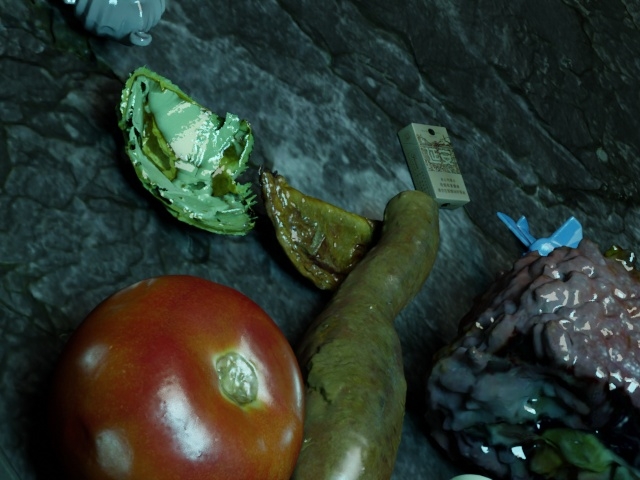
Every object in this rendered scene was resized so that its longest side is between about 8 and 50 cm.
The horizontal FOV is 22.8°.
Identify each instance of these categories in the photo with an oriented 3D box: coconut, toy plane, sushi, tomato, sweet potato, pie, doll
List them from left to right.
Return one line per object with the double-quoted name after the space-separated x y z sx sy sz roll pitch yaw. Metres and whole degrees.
-0.181 -0.224 1.307 0.094 0.079 0.180 -12 61 -35 "doll"
-0.101 0.119 1.108 0.195 0.136 0.195 30 44 -34 "tomato"
-0.107 -0.069 1.292 0.158 0.055 0.133 60 29 -1 "coconut"
0.001 0.002 1.374 0.191 0.033 0.088 25 57 -47 "pie"
0.029 0.097 1.294 0.109 0.109 0.385 43 34 -18 "sweet potato"
0.224 0.152 1.369 0.270 0.236 0.171 39 37 0 "sushi"
0.273 0.076 1.552 0.271 0.105 0.254 48 3 -34 "toy plane"

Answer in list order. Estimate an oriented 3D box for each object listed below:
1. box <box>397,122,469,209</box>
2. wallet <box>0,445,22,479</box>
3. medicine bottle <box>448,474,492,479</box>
0.111 -0.072 1.558 0.053 0.024 0.083 2 66 -47 "box"
-0.217 0.198 0.935 0.168 0.052 0.245 -54 128 -47 "wallet"
0.108 0.296 1.279 0.059 0.059 0.231 40 41 -22 "medicine bottle"
